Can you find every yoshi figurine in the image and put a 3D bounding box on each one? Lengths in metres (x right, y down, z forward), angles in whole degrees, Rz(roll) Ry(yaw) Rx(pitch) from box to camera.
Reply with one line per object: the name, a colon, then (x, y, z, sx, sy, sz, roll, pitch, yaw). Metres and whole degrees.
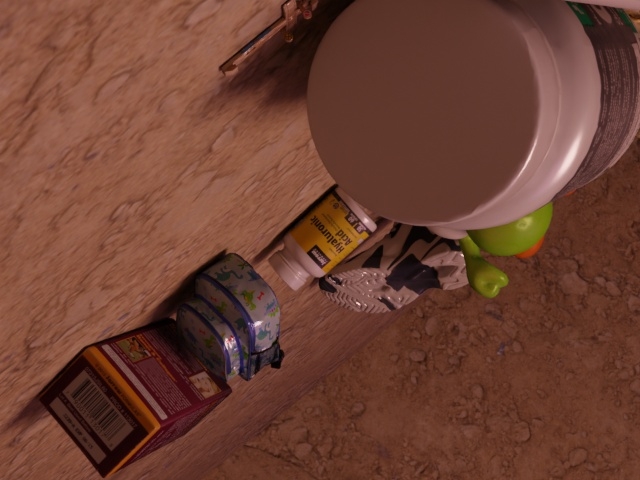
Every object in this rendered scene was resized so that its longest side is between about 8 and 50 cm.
yoshi figurine: (0.236, -0.041, 1.770, 0.203, 0.203, 0.362, -18, 173, 26)

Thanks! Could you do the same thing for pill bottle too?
pill bottle: (0.135, -0.118, 1.121, 0.204, 0.204, 0.361, -45, 171, 21)
pill bottle: (0.000, 0.000, 1.559, 0.116, 0.065, 0.065, -42, 171, 4)

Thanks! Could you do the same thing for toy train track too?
toy train track: (-0.031, -0.136, 0.948, 0.083, 0.014, 0.048, -40, 171, -8)

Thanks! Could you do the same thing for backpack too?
backpack: (-0.091, 0.080, 1.422, 0.084, 0.105, 0.114, -33, 151, -31)

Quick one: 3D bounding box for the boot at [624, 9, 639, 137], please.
boot: (0.299, -0.222, 1.309, 0.095, 0.203, 0.262, -37, 171, -31)

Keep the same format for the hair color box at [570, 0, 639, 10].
hair color box: (0.272, -0.213, 0.868, 0.174, 0.347, 0.105, 124, -28, -74)

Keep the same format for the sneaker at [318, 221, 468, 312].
sneaker: (0.115, 0.009, 1.992, 0.235, 0.094, 0.153, -20, -147, 29)

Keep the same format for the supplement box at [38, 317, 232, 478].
supplement box: (-0.180, 0.153, 1.405, 0.081, 0.104, 0.188, -44, 171, 18)
